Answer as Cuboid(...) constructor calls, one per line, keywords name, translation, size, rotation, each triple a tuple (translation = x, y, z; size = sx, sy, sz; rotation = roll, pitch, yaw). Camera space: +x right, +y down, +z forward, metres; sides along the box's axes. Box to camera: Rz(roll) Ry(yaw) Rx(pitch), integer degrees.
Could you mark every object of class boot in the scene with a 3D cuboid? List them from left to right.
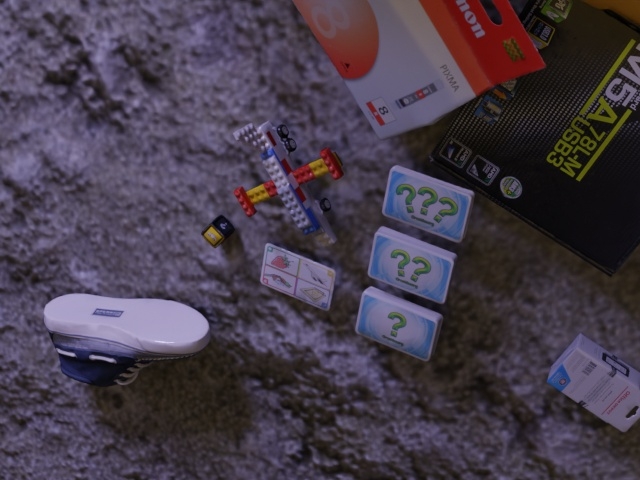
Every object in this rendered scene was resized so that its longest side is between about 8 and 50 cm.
Cuboid(name="boot", translation=(-0.191, 0.109, 1.111), size=(0.190, 0.069, 0.086), rotation=(8, 125, 25))

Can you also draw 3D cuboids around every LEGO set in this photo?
Cuboid(name="LEGO set", translation=(0.000, 0.000, 0.974), size=(0.244, 0.060, 0.182), rotation=(22, 125, 17))

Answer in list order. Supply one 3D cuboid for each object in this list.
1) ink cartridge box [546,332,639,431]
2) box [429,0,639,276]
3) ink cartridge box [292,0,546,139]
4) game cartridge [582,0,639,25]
Cuboid(name="ink cartridge box", translation=(0.252, 0.128, 0.972), size=(0.083, 0.028, 0.048), rotation=(34, 122, 2))
Cuboid(name="box", translation=(0.212, -0.093, 0.870), size=(0.184, 0.045, 0.190), rotation=(35, 122, 5))
Cuboid(name="ink cartridge box", translation=(0.070, -0.161, 0.843), size=(0.145, 0.045, 0.179), rotation=(57, 153, -12))
Cuboid(name="game cartridge", translation=(0.275, -0.228, 0.684), size=(0.324, 0.052, 0.285), rotation=(25, 149, -4))
